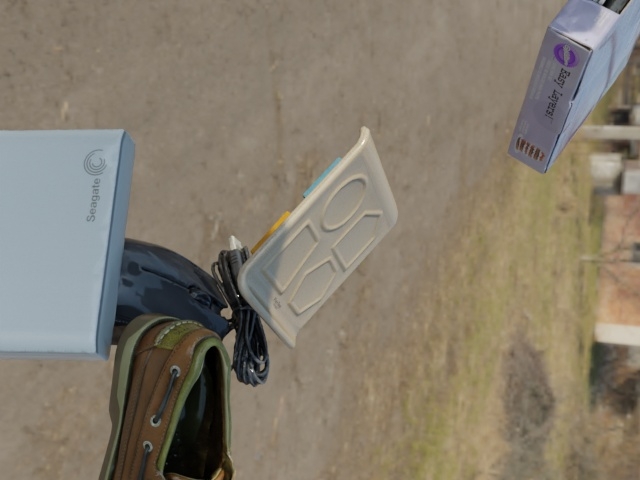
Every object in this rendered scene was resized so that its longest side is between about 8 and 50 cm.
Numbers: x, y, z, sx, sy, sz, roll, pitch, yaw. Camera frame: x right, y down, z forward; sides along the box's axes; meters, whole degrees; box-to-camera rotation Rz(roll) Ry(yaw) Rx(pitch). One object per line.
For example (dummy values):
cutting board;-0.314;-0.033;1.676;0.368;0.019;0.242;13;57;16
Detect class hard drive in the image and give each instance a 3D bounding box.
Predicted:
hard drive;-0.374;0.001;0.930;0.047;0.353;0.233;73;19;-69

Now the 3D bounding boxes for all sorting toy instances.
sorting toy;0.000;0.000;0.973;0.208;0.038;0.193;-52;155;-11

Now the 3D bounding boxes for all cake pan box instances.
cake pan box;0.350;-0.249;1.194;0.246;0.070;0.267;-52;162;-23

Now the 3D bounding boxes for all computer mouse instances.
computer mouse;-0.170;0.052;1.006;0.272;0.072;0.188;12;49;-31

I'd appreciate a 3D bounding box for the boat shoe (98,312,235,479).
boat shoe;-0.141;0.226;0.874;0.110;0.104;0.307;-11;106;-47
